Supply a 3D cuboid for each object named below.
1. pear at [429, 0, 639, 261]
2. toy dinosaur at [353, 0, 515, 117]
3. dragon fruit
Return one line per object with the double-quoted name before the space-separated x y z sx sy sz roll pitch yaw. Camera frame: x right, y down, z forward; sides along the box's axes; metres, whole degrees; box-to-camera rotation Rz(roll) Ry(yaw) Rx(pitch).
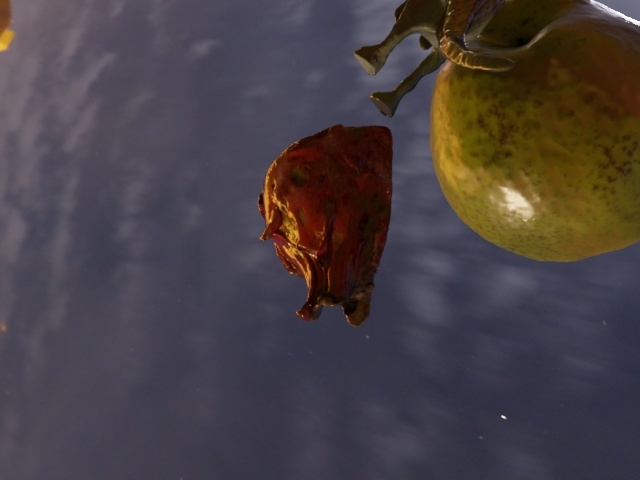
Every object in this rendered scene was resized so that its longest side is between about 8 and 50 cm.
"pear" 0.331 -0.164 0.891 0.390 0.391 0.391 -18 -124 30
"toy dinosaur" 0.123 -0.219 0.639 0.205 0.092 0.393 -41 -169 13
"dragon fruit" 0.000 0.000 0.762 0.262 0.134 0.212 115 -32 -56
